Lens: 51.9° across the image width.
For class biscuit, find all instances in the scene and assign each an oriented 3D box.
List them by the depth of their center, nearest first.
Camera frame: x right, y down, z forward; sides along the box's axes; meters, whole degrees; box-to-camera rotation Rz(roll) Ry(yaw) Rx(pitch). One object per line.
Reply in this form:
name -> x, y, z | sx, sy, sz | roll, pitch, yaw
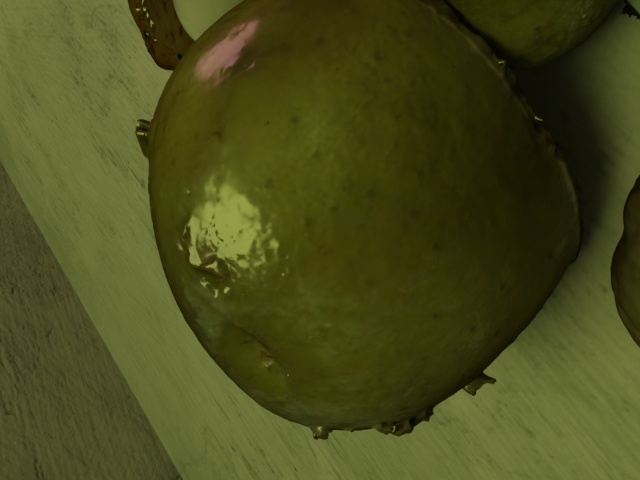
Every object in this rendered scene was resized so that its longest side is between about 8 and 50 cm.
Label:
biscuit -> -0.267, -0.452, 1.095 | 0.359, 0.046, 0.359 | 37, 138, 44

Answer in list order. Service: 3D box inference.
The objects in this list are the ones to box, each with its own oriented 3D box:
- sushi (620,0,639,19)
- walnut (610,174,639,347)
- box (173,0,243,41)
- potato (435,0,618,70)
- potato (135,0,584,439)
sushi -> 0.299, -0.201, 0.385 | 0.279, 0.043, 0.192 | -105, 19, -58
walnut -> 0.324, 0.003, 0.438 | 0.248, 0.248, 0.248 | 30, 131, 41
box -> -0.080, -0.400, 0.726 | 0.288, 0.141, 0.349 | 120, 152, -48
potato -> 0.140, -0.318, 0.514 | 0.270, 0.219, 0.359 | 0, 117, 66
potato -> 0.000, 0.000, 0.647 | 0.385, 0.319, 0.442 | 10, 144, 51
